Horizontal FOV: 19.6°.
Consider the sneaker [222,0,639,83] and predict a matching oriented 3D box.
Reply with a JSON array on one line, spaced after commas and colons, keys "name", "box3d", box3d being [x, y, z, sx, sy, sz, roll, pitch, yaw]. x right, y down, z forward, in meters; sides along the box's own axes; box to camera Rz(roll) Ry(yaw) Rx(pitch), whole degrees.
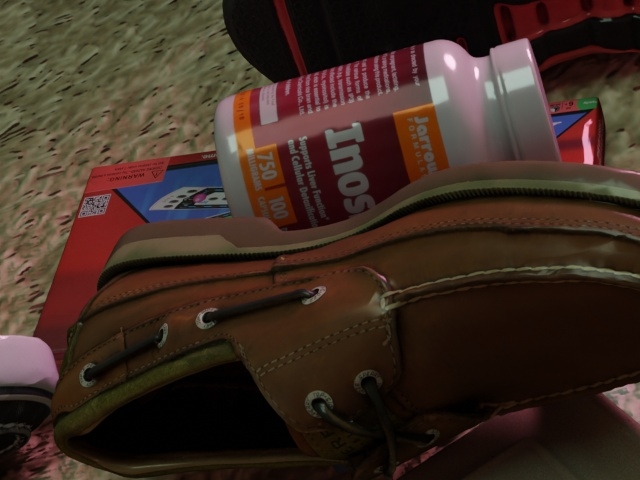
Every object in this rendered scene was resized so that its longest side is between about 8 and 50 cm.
[{"name": "sneaker", "box3d": [0.105, -0.147, 1.006, 0.314, 0.116, 0.136, -8, 30, 6]}]

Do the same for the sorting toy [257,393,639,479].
[{"name": "sorting toy", "box3d": [0.066, 0.153, 0.696, 0.196, 0.047, 0.347, -35, 36, -9]}]

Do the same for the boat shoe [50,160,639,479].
[{"name": "boat shoe", "box3d": [0.022, 0.049, 0.734, 0.307, 0.111, 0.104, -10, 42, 39]}]

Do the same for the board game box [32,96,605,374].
[{"name": "board game box", "box3d": [0.000, 0.000, 0.926, 0.281, 0.027, 0.145, -7, 42, 17]}]

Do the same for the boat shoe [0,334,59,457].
[{"name": "boat shoe", "box3d": [-0.252, 0.134, 0.835, 0.301, 0.108, 0.102, -19, 69, -17]}]

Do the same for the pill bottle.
[{"name": "pill bottle", "box3d": [0.033, -0.045, 0.871, 0.152, 0.086, 0.086, -15, 39, 9]}]
